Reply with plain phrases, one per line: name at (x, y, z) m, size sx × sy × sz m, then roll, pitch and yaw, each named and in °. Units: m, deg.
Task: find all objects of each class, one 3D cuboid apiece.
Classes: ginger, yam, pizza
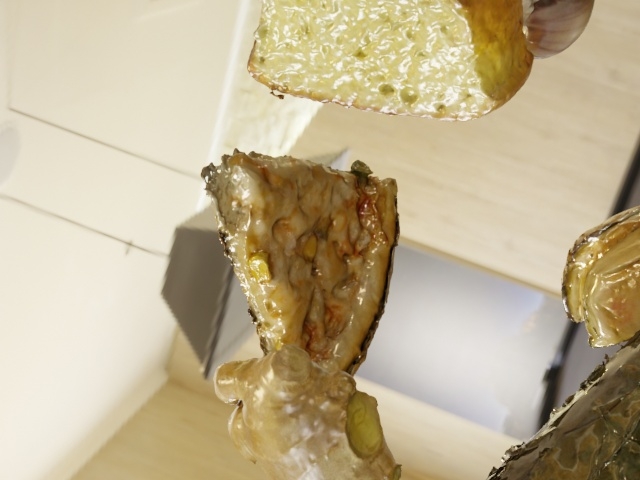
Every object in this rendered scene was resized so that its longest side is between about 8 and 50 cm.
ginger at (-0.006, 0.192, 0.980) m, size 0.157 × 0.216 × 0.102 m, roll -28°, pitch 9°, yaw 33°
yam at (0.285, 0.243, 0.971) m, size 0.348 × 0.241 × 0.241 m, roll -47°, pitch -11°, yaw -2°
pizza at (0.018, 0.019, 1.693) m, size 0.392 × 0.080 × 0.435 m, roll -34°, pitch -67°, yaw -46°

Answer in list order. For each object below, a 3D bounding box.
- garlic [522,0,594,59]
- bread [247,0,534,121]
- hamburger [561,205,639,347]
garlic at (0.170, -0.269, 0.923) m, size 0.160 × 0.214 × 0.191 m, roll -39°, pitch 44°, yaw 42°
bread at (0.032, -0.129, 0.642) m, size 0.065 × 0.187 × 0.103 m, roll -53°, pitch -30°, yaw -40°
hamburger at (0.368, 0.013, 1.124) m, size 0.262 × 0.131 × 0.124 m, roll -26°, pitch 16°, yaw 20°
